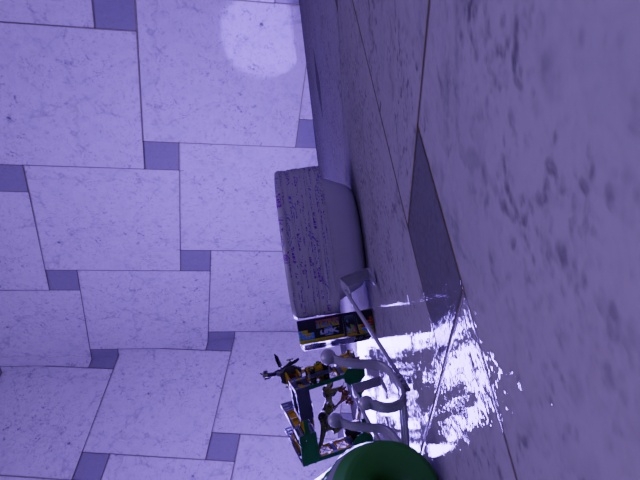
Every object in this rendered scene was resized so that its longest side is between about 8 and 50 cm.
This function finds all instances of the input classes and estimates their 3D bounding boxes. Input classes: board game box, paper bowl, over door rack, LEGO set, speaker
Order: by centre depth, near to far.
[{"bbox_3d":[0.030,0.327,0.781,0.296,0.131,0.131,120,147,-54],"label":"speaker"},{"bbox_3d":[0.060,0.226,0.979,0.324,0.108,0.240,-100,3,-64],"label":"over door rack"},{"bbox_3d":[0.000,0.000,1.272,0.284,0.148,0.284,172,90,-89],"label":"paper bowl"},{"bbox_3d":[0.029,0.175,1.300,0.170,0.141,0.048,89,172,-77],"label":"board game box"},{"bbox_3d":[0.000,0.424,1.801,0.192,0.255,0.331,-137,28,-61],"label":"LEGO set"}]
